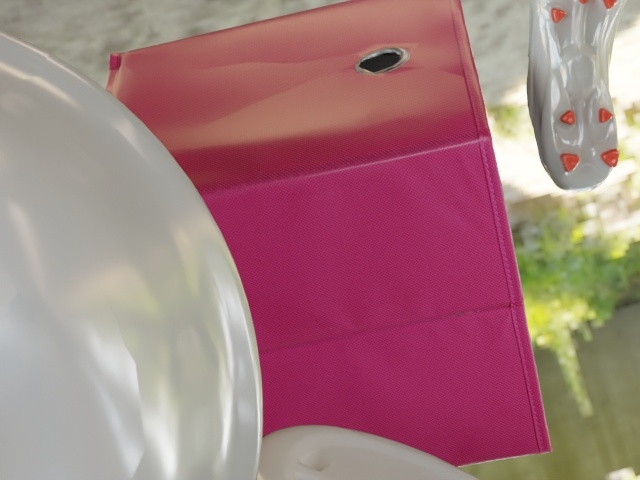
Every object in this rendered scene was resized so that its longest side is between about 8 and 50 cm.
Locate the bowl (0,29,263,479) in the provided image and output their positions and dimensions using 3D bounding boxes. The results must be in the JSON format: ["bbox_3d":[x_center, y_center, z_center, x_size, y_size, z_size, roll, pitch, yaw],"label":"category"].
[{"bbox_3d":[-0.174,0.067,0.570,0.298,0.298,0.134,-17,-175,9],"label":"bowl"}]

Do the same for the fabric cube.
[{"bbox_3d":[0.000,0.000,1.140,0.258,0.259,0.254,-11,-149,6],"label":"fabric cube"}]

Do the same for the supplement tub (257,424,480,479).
[{"bbox_3d":[-0.009,0.277,0.890,0.193,0.193,0.316,-1,118,-50],"label":"supplement tub"}]

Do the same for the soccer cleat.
[{"bbox_3d":[0.157,-0.129,1.035,0.068,0.196,0.076,0,-175,-10],"label":"soccer cleat"}]
